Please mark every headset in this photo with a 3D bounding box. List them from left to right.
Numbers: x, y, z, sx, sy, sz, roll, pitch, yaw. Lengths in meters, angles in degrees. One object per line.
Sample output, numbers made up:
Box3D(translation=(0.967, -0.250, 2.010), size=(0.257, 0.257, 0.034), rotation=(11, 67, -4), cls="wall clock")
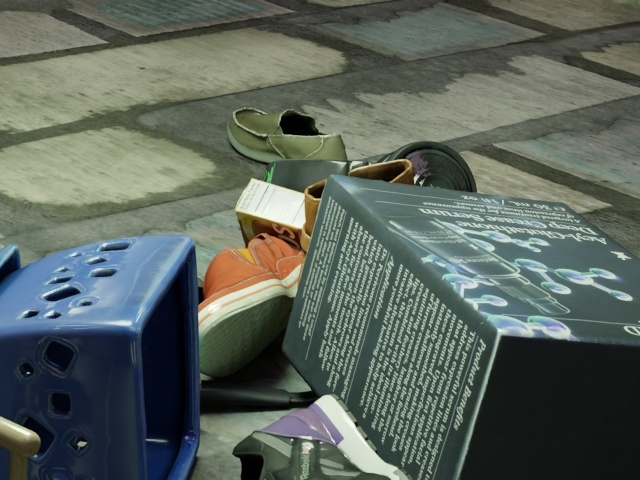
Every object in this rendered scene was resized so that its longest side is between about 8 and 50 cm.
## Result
Box3D(translation=(0.121, -0.013, 2.217), size=(0.394, 0.185, 0.243), rotation=(7, -8, 5), cls="headset")

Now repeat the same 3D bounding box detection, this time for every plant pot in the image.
Box3D(translation=(-0.234, 0.132, 1.665), size=(0.212, 0.236, 0.236), rotation=(3, 21, 9), cls="plant pot")

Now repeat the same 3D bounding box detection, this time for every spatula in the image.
Box3D(translation=(-0.011, 0.157, 1.920), size=(0.296, 0.030, 0.084), rotation=(-1, 24, -17), cls="spatula")

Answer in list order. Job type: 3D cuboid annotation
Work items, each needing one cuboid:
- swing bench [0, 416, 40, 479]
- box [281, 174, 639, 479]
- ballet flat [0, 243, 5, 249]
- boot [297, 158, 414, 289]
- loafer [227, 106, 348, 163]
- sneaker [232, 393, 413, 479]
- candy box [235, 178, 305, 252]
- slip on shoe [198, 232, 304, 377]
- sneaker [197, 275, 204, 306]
Box3D(translation=(-0.342, 0.220, 1.370), size=(0.165, 0.253, 0.255), rotation=(-10, 27, -36), cls="swing bench")
Box3D(translation=(0.181, 0.111, 1.783), size=(0.293, 0.212, 0.395), rotation=(6, 20, -26), cls="box")
Box3D(translation=(-0.494, 0.068, 1.946), size=(0.348, 0.123, 0.123), rotation=(-4, 23, -24), cls="ballet flat")
Box3D(translation=(0.094, 0.009, 2.014), size=(0.283, 0.220, 0.109), rotation=(-16, 27, -25), cls="boot")
Box3D(translation=(-0.041, -0.151, 2.627), size=(0.094, 0.087, 0.251), rotation=(-13, 28, -39), cls="loafer")
Box3D(translation=(0.009, 0.246, 1.641), size=(0.124, 0.107, 0.283), rotation=(-19, 25, -16), cls="sneaker")
Box3D(translation=(0.000, 0.000, 2.140), size=(0.187, 0.109, 0.053), rotation=(17, 61, 19), cls="candy box")
Box3D(translation=(-0.089, 0.063, 1.994), size=(0.101, 0.123, 0.331), rotation=(35, 19, 6), cls="slip on shoe")
Box3D(translation=(-0.168, 0.105, 1.978), size=(0.118, 0.083, 0.222), rotation=(32, 29, 23), cls="sneaker")
